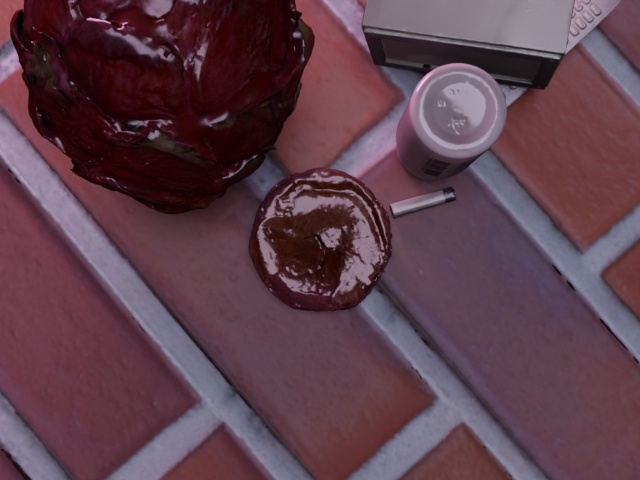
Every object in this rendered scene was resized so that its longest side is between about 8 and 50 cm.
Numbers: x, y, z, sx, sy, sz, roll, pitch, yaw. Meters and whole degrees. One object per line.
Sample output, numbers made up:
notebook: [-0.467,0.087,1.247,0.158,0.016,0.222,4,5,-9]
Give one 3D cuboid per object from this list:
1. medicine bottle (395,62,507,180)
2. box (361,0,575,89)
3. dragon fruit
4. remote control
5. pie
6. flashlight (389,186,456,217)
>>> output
medicine bottle: [0.143,-0.128,0.810,0.103,0.186,0.102,0,85,0]
box: [0.171,-0.252,0.828,0.225,0.129,0.086,11,89,11]
dragon fruit: [-0.169,-0.194,0.758,0.329,0.329,0.329,0,86,-1]
remote control: [0.288,-0.262,0.896,0.229,0.044,0.073,-44,84,5]
pie: [0.000,0.000,0.867,0.183,0.049,0.182,0,88,-5]
flashlight: [0.130,-0.049,0.887,0.083,0.018,0.018,-16,85,-2]
